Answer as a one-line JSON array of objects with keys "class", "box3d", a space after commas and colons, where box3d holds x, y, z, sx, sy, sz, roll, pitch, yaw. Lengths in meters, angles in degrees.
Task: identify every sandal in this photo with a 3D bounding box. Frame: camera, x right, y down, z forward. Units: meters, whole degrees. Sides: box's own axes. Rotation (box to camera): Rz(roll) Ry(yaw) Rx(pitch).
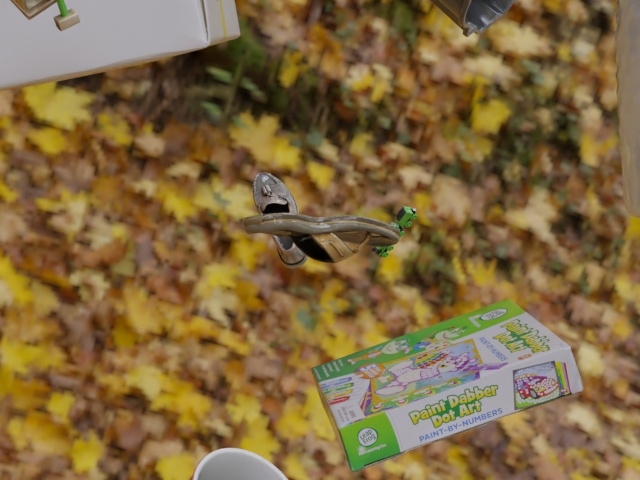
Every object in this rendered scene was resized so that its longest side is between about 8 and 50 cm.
[{"class": "sandal", "box3d": [0.000, 0.000, 1.495, 0.180, 0.049, 0.072, 4, -9, -30]}]

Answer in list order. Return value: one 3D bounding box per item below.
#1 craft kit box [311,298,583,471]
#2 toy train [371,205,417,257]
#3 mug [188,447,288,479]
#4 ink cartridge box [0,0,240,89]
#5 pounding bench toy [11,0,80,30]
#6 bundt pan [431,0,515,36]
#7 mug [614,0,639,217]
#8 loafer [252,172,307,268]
[{"class": "craft kit box", "box3d": [0.125, 0.147, 1.496, 0.246, 0.061, 0.250, -17, 10, -5]}, {"class": "toy train", "box3d": [0.091, -0.010, 1.756, 0.023, 0.083, 0.017, 12, 37, -37]}, {"class": "mug", "box3d": [-0.118, 0.276, 1.233, 0.150, 0.169, 0.113, -4, 55, -45]}, {"class": "ink cartridge box", "box3d": [-0.249, -0.263, 1.531, 0.279, 0.160, 0.385, -11, 9, 3]}, {"class": "pounding bench toy", "box3d": [-0.233, -0.223, 1.180, 0.052, 0.065, 0.083, -38, 75, -20]}, {"class": "bundt pan", "box3d": [0.235, -0.440, 1.844, 0.124, 0.331, 0.331, 36, 27, 14]}, {"class": "mug", "box3d": [0.443, -0.196, 1.230, 0.374, 0.328, 0.276, 0, 11, 30]}, {"class": "loafer", "box3d": [-0.047, -0.029, 1.586, 0.039, 0.045, 0.125, 60, 7, -63]}]
